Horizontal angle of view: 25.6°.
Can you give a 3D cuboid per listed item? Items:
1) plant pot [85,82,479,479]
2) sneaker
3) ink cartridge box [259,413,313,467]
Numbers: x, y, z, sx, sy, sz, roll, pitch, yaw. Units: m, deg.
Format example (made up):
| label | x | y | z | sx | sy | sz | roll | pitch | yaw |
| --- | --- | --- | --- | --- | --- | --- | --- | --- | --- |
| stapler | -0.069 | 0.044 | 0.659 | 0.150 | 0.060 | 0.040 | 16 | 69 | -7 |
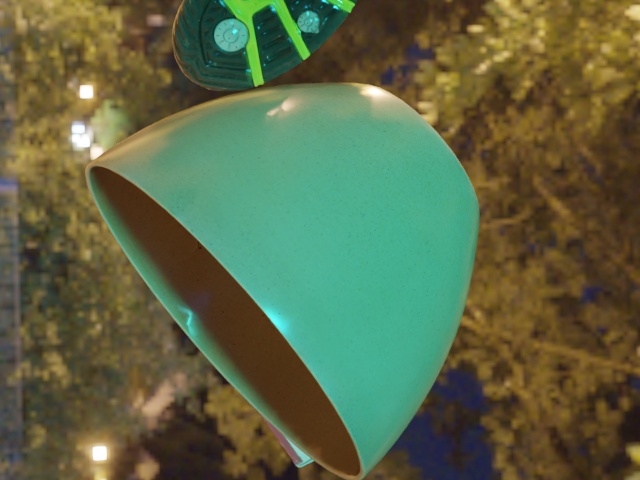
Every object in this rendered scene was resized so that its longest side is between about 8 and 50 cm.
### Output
| label | x | y | z | sx | sy | sz | roll | pitch | yaw |
| --- | --- | --- | --- | --- | --- | --- | --- | --- | --- |
| plant pot | 0.000 | 0.000 | 0.991 | 0.284 | 0.191 | 0.284 | 45 | -17 | 17 |
| sneaker | -0.010 | -0.310 | 1.368 | 0.385 | 0.145 | 0.147 | -55 | -166 | 3 |
| ink cartridge box | -0.015 | 0.065 | 1.456 | 0.226 | 0.131 | 0.306 | 55 | 12 | -6 |
